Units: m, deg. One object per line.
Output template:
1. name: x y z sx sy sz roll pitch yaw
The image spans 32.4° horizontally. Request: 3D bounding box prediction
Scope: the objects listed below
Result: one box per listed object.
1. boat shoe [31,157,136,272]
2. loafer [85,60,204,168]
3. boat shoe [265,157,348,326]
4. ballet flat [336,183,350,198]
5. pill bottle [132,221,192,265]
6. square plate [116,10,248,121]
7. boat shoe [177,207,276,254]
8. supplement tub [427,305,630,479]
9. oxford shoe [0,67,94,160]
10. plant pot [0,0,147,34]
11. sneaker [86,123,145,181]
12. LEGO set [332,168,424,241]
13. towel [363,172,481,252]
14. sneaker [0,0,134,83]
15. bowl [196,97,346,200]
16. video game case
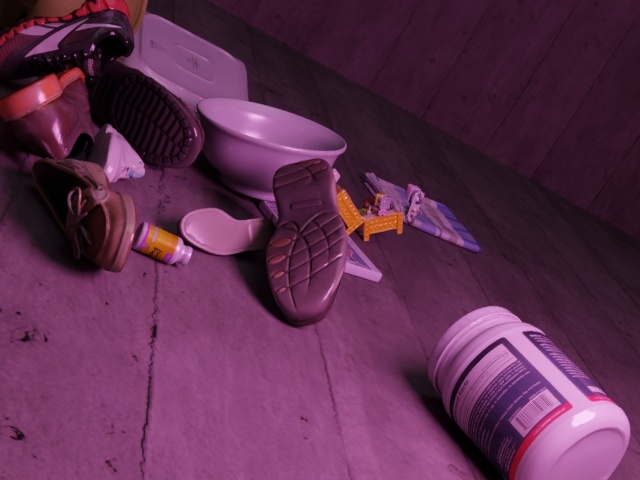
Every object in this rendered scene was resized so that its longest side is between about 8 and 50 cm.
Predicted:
1. boat shoe: -0.326 -0.039 1.504 0.089 0.105 0.285 15 12 -31
2. loafer: -0.337 -0.257 2.024 0.366 0.134 0.130 38 16 23
3. boat shoe: -0.010 0.014 1.793 0.132 0.130 0.355 -7 42 9
4. ballet flat: 0.016 -0.114 2.411 0.114 0.041 0.041 39 18 25
5. pill bottle: -0.231 0.008 1.613 0.083 0.043 0.043 25 18 -19
6. square plate: -0.293 -0.377 2.455 0.344 0.049 0.347 25 32 -26
7. boat shoe: -0.161 -0.008 1.794 0.065 0.075 0.206 -12 -11 42
8. supplement tub: 0.300 0.242 1.619 0.191 0.191 0.272 16 23 -41
9. oxford shoe: -0.428 -0.192 1.776 0.133 0.130 0.364 62 5 -12
10. plant pot: -0.538 -0.520 2.250 0.276 0.276 0.254 39 34 24
11. sneaker: -0.326 -0.126 1.790 0.094 0.080 0.212 38 12 -20
12. LEGO set: 0.070 -0.082 2.282 0.287 0.132 0.107 12 16 -34
13. towel: 0.248 -0.069 2.697 0.285 0.034 0.209 22 20 -30
14. sneaker: -0.447 -0.330 1.923 0.135 0.276 0.098 60 -16 26
15. bowl: -0.107 -0.162 2.108 0.297 0.134 0.298 15 18 -5
16. video game case: 0.000 0.000 2.078 0.201 0.023 0.183 18 21 -38
